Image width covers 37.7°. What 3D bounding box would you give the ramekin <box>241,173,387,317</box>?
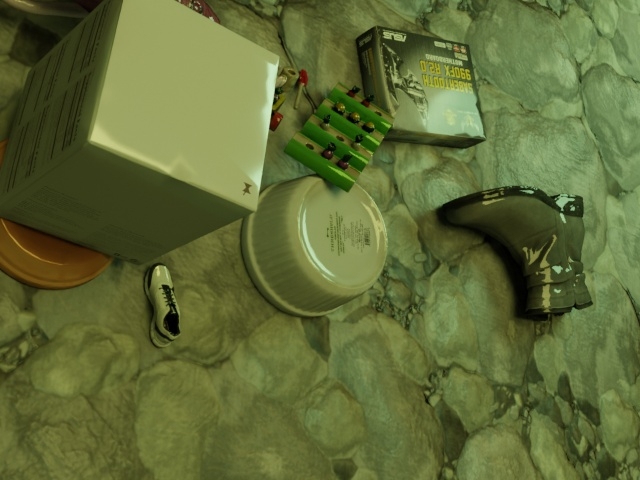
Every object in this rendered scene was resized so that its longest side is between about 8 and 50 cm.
[{"bbox_3d":[0.000,0.000,1.344,0.207,0.109,0.207,14,67,-35],"label":"ramekin"}]

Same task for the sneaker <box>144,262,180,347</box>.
[{"bbox_3d":[-0.197,0.080,1.202,0.040,0.044,0.109,-1,75,-37],"label":"sneaker"}]

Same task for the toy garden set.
[{"bbox_3d":[0.001,-0.194,1.384,0.204,0.049,0.244,33,35,-1],"label":"toy garden set"}]

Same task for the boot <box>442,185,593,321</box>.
[{"bbox_3d":[0.361,0.027,1.633,0.338,0.118,0.223,3,79,-34],"label":"boot"}]

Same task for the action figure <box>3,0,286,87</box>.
[{"bbox_3d":[-0.212,-0.287,1.228,0.370,0.275,0.248,36,38,-54],"label":"action figure"}]

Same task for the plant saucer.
[{"bbox_3d":[-0.323,-0.041,1.142,0.200,0.037,0.200,14,67,-36],"label":"plant saucer"}]

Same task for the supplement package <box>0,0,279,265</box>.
[{"bbox_3d":[-0.210,-0.118,1.059,0.199,0.262,0.198,23,63,-33],"label":"supplement package"}]

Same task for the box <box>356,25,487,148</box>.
[{"bbox_3d":[0.175,-0.258,1.605,0.231,0.056,0.183,2,74,-39],"label":"box"}]
